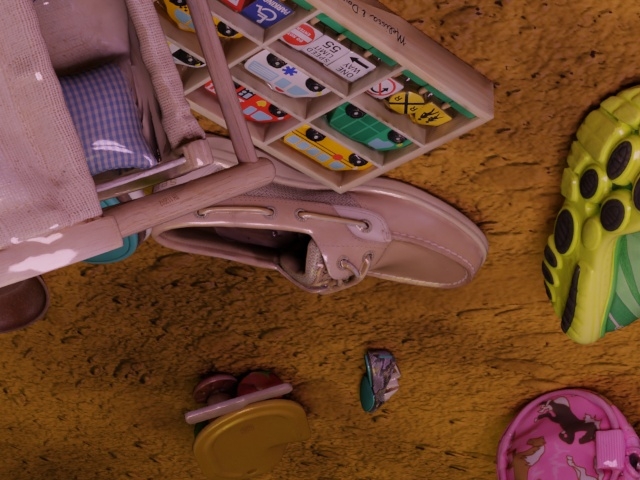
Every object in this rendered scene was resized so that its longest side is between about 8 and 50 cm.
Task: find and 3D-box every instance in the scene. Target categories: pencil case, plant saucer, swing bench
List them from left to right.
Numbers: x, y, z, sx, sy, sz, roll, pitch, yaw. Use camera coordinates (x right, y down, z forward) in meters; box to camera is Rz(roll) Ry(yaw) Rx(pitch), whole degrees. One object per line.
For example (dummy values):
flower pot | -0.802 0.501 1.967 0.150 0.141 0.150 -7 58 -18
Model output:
plant saucer | -0.353 0.029 1.446 0.199 0.036 0.198 4 149 3
swing bench | -0.184 -0.111 0.887 0.165 0.253 0.255 -15 -173 29
pencil case | 0.358 0.299 1.682 0.160 0.167 0.386 -45 131 12

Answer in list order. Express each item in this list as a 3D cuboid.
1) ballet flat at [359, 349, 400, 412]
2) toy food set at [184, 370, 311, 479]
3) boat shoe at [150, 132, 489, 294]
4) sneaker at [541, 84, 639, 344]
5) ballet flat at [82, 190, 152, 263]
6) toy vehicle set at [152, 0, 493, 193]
ballet flat | 0.063 0.147 1.583 0.041 0.041 0.114 4 150 1
toy food set | -0.084 0.185 1.648 0.128 0.071 0.218 -20 151 -6
boat shoe | 0.000 0.000 1.288 0.302 0.098 0.109 17 147 -19
sneaker | 0.262 -0.029 1.227 0.123 0.109 0.295 -15 150 -17
ballet flat | -0.281 -0.109 1.123 0.400 0.139 0.139 26 143 -38
toy vehicle set | -0.021 -0.132 1.134 0.267 0.035 0.166 29 141 -34
